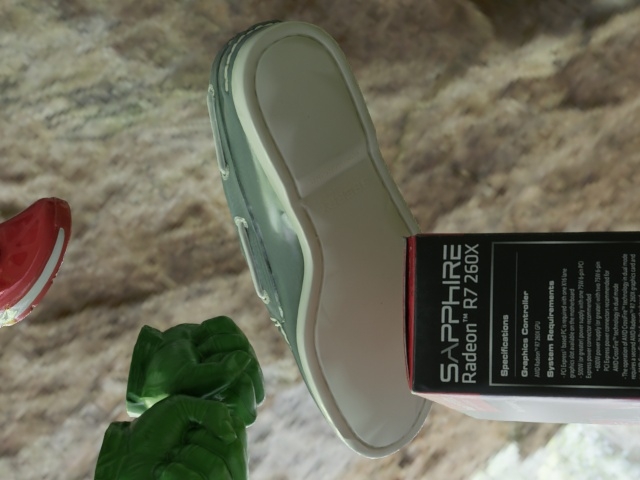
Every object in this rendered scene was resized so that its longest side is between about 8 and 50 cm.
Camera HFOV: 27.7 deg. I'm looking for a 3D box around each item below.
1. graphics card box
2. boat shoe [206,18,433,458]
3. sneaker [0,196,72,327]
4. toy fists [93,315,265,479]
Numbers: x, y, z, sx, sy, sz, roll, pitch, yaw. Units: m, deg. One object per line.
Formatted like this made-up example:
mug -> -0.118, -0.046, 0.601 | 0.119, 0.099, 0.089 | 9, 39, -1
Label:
graphics card box -> 0.247, 0.056, 0.720 | 0.233, 0.370, 0.094 | 38, -128, -72
boat shoe -> 0.000, 0.000, 0.912 | 0.116, 0.099, 0.320 | -26, -70, -24
sneaker -> -0.331, 0.028, 1.174 | 0.128, 0.087, 0.221 | 28, -65, -36
toy fists -> -0.133, 0.178, 1.313 | 0.279, 0.142, 0.096 | -81, -3, -56
